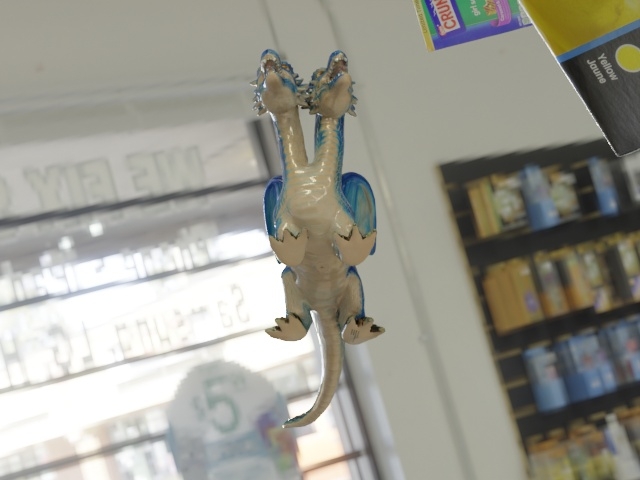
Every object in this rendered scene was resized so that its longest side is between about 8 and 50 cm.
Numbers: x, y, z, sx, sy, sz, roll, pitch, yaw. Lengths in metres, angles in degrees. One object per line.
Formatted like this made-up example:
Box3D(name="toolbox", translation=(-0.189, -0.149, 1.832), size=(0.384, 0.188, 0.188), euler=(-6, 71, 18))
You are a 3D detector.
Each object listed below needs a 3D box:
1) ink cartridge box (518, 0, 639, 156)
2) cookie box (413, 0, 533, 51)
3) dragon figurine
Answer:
Box3D(name="ink cartridge box", translation=(0.294, -0.244, 1.137), size=(0.307, 0.303, 0.072), euler=(-22, 16, 50))
Box3D(name="cookie box", translation=(0.142, -0.240, 1.342), size=(0.107, 0.092, 0.040), euler=(-13, 27, 14))
Box3D(name="dragon figurine", translation=(0.000, 0.000, 1.025), size=(0.085, 0.144, 0.289), euler=(-4, -50, 2))
